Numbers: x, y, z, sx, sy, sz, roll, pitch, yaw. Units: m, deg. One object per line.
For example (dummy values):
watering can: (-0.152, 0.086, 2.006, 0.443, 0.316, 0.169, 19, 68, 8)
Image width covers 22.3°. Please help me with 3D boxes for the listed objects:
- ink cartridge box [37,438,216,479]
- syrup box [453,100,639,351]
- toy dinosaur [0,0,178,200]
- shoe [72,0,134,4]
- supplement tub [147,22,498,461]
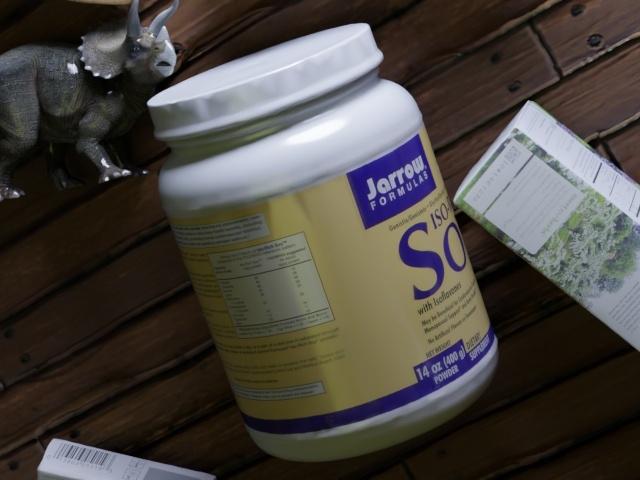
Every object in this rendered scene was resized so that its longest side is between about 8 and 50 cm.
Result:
ink cartridge box: (-0.199, 0.320, 1.692, 0.181, 0.056, 0.224, 11, 129, 11)
syrup box: (0.243, -0.008, 1.433, 0.237, 0.096, 0.093, 38, 114, 0)
toy dinosaur: (-0.249, -0.127, 1.530, 0.314, 0.121, 0.160, -8, 93, 22)
shoe: (-0.266, -0.272, 1.490, 0.219, 0.076, 0.058, 21, 117, 9)
supplement tub: (0.000, 0.000, 1.421, 0.241, 0.241, 0.331, -15, 104, 19)
